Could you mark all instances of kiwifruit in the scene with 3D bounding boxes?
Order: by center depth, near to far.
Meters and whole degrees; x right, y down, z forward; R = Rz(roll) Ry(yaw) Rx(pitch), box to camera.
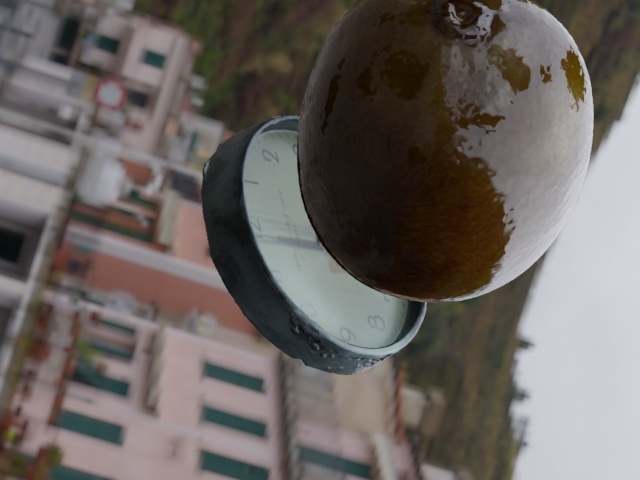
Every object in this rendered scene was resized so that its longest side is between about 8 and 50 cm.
[{"bbox_3d":[0.081,-0.072,1.139,0.234,0.196,0.196,89,10,-51],"label":"kiwifruit"}]

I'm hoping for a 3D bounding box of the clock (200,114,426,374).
[{"bbox_3d":[0.000,0.000,1.411,0.049,0.226,0.226,-31,-146,35],"label":"clock"}]
